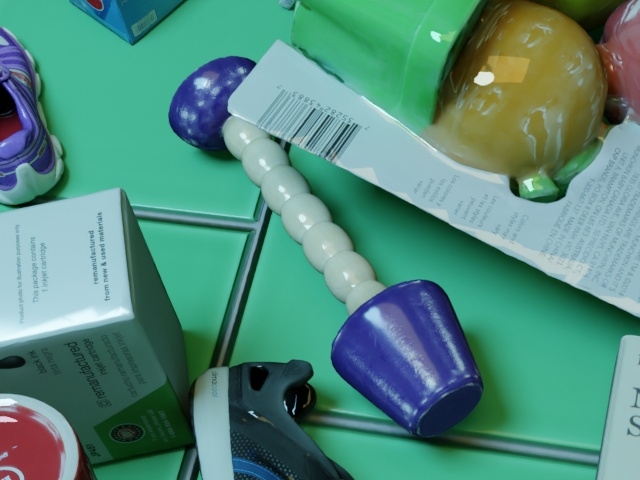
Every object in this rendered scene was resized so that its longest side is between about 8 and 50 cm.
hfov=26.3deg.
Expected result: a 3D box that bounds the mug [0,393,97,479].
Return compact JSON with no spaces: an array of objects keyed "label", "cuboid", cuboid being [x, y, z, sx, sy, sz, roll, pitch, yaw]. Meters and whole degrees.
[{"label":"mug","cuboid":[-0.147,0.174,0.647,0.113,0.169,0.150,11,47,18]}]

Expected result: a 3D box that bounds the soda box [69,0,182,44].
[{"label":"soda box","cuboid":[-0.093,-0.242,0.989,0.071,0.067,0.210,35,68,27]}]

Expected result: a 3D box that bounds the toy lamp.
[{"label":"toy lamp","cuboid":[0.000,0.000,0.811,0.080,0.080,0.274,-31,57,-12]}]

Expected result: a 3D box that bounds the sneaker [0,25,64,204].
[{"label":"sneaker","cuboid":[-0.219,-0.104,0.915,0.068,0.071,0.170,-28,57,-10]}]

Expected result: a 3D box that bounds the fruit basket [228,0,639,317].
[{"label":"fruit basket","cuboid":[0.170,-0.108,0.835,0.353,0.165,0.327,29,61,5]}]

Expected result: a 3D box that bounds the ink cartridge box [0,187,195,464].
[{"label":"ink cartridge box","cuboid":[-0.188,0.066,0.751,0.208,0.153,0.086,-12,56,2]}]

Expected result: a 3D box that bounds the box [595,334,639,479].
[{"label":"box","cuboid":[0.174,0.190,0.650,0.113,0.094,0.275,8,59,13]}]

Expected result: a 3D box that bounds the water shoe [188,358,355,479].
[{"label":"water shoe","cuboid":[-0.017,0.147,0.719,0.080,0.073,0.203,-14,56,-4]}]

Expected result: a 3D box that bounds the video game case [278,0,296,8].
[{"label":"video game case","cuboid":[0.012,-0.220,0.935,0.011,0.122,0.087,29,61,-11]}]
